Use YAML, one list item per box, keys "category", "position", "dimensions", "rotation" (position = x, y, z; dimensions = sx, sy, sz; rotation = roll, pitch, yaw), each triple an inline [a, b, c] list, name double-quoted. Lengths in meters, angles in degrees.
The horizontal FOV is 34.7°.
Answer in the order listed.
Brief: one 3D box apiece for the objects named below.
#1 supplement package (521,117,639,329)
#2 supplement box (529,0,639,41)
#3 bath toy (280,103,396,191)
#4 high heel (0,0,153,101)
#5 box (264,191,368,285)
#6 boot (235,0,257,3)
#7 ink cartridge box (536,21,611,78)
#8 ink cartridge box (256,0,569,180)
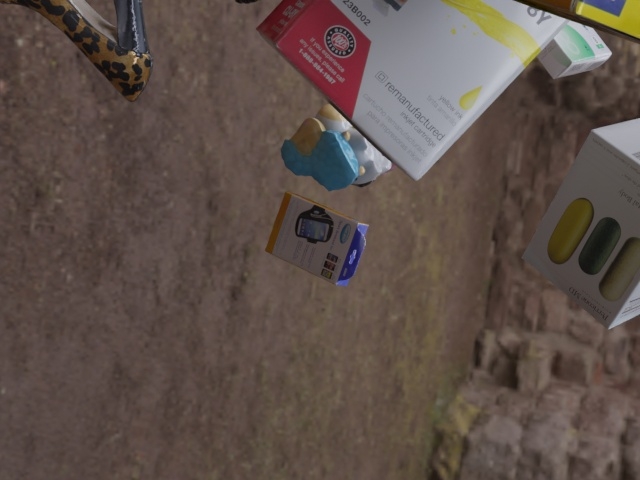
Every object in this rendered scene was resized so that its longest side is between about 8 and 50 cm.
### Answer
- category: "supplement package"
  position: [0.509, -0.033, 1.684]
  dimensions: [0.198, 0.199, 0.263]
  rotation: [-16, 139, -44]
- category: "supplement box"
  position: [0.265, -0.326, 1.040]
  dimensions: [0.356, 0.195, 0.194]
  rotation: [48, -59, 59]
- category: "bath toy"
  position: [0.074, -0.170, 1.796]
  dimensions: [0.348, 0.129, 0.151]
  rotation: [-18, 88, -58]
- category: "high heel"
  position: [-0.353, -0.273, 1.362]
  dimensions: [0.093, 0.261, 0.186]
  rotation: [-66, 156, -62]
- category: "box"
  position: [0.000, 0.000, 1.258]
  dimensions: [0.028, 0.136, 0.081]
  rotation: [9, 104, -56]
- category: "boot"
  position: [-0.228, -0.552, 1.920]
  dimensions: [0.260, 0.348, 0.131]
  rotation: [33, 67, -47]
- category: "ink cartridge box"
  position: [0.402, -0.394, 1.820]
  dimensions: [0.181, 0.056, 0.225]
  rotation: [-21, 75, -50]
- category: "ink cartridge box"
  position: [0.150, -0.321, 1.380]
  dimensions: [0.385, 0.279, 0.160]
  rotation: [-47, -160, 5]
